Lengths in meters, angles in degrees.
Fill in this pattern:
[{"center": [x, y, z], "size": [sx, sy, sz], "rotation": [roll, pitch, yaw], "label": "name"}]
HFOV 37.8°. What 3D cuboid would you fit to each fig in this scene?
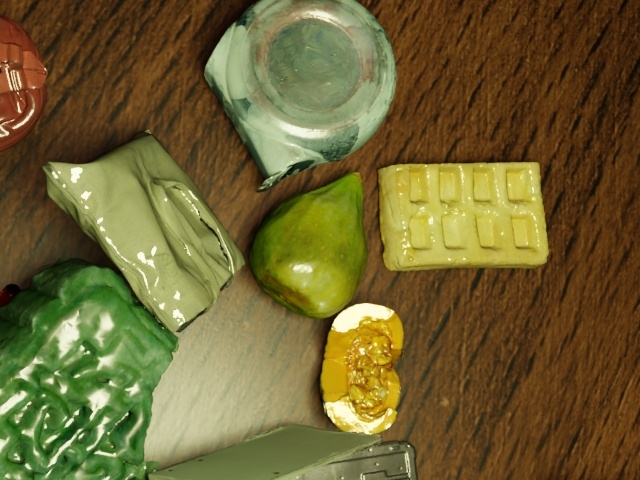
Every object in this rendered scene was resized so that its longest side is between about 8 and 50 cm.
[{"center": [-0.014, 0.009, 1.337], "size": [0.167, 0.167, 0.233], "rotation": [28, 34, -10], "label": "fig"}]

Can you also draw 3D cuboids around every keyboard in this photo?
[{"center": [0.020, 0.356, 1.347], "size": [0.262, 0.016, 0.106], "rotation": [-5, 81, -16], "label": "keyboard"}]

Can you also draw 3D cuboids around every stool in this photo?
[{"center": [-0.055, 0.385, 1.165], "size": [0.270, 0.170, 0.243], "rotation": [-9, 94, -47], "label": "stool"}]

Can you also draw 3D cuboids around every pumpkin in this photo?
[{"center": [0.059, 0.182, 1.343], "size": [0.119, 0.107, 0.183], "rotation": [9, 85, -7], "label": "pumpkin"}]

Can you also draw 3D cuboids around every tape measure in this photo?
[{"center": [-0.029, -0.233, 1.374], "size": [0.275, 0.147, 0.256], "rotation": [-29, 87, -15], "label": "tape measure"}]

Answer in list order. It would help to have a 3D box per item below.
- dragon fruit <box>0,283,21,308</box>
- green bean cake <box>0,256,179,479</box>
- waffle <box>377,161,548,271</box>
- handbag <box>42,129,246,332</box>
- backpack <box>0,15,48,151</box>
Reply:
[{"center": [-0.460, 0.122, 1.212], "size": [0.192, 0.092, 0.122], "rotation": [-9, 83, -17], "label": "dragon fruit"}, {"center": [-0.302, 0.216, 1.156], "size": [0.308, 0.169, 0.300], "rotation": [-48, 120, -22], "label": "green bean cake"}, {"center": [0.226, -0.039, 1.455], "size": [0.274, 0.057, 0.167], "rotation": [-1, 81, -16], "label": "waffle"}, {"center": [-0.214, -0.020, 1.218], "size": [0.109, 0.316, 0.253], "rotation": [-36, 95, 13], "label": "handbag"}, {"center": [-0.473, -0.210, 1.243], "size": [0.229, 0.139, 0.229], "rotation": [2, 80, -13], "label": "backpack"}]
